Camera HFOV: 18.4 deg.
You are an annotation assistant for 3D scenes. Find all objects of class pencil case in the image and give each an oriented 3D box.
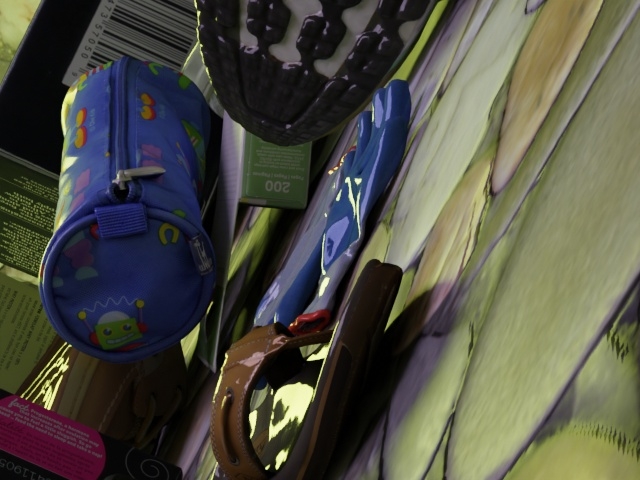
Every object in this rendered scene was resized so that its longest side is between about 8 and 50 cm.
[{"bbox_3d":[-0.137,-0.034,1.440,0.306,0.119,0.133,-98,9,-64],"label":"pencil case"}]

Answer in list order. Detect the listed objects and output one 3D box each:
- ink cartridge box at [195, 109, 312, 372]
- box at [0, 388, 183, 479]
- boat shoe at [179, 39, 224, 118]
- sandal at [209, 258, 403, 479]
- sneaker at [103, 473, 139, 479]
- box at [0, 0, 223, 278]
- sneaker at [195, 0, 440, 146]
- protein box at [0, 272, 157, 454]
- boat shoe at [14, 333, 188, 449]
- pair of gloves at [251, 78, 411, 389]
[{"bbox_3d":[-0.046,-0.027,1.410,0.171,0.056,0.235,-174,89,-82],"label":"ink cartridge box"},{"bbox_3d":[-0.237,0.192,1.251,0.163,0.247,0.142,-75,11,-53],"label":"box"},{"bbox_3d":[-0.003,-0.193,1.539,0.118,0.103,0.320,-45,-3,-47],"label":"boat shoe"},{"bbox_3d":[-0.022,0.072,0.897,0.090,0.060,0.219,-69,9,-27],"label":"sandal"},{"bbox_3d":[-0.121,0.214,1.031,0.227,0.087,0.130,-92,27,-80],"label":"sneaker"},{"bbox_3d":[-0.179,-0.121,1.895,0.395,0.212,0.293,126,167,-73],"label":"box"},{"bbox_3d":[0.067,-0.242,1.210,0.410,0.158,0.182,-65,-23,8],"label":"sneaker"},{"bbox_3d":[-0.243,0.150,1.593,0.136,0.201,0.200,-61,9,25],"label":"protein box"},{"bbox_3d":[-0.148,0.099,1.481,0.121,0.110,0.341,-46,13,31],"label":"boat shoe"},{"bbox_3d":[0.000,0.000,1.122,0.159,0.023,0.198,-68,9,-23],"label":"pair of gloves"}]
